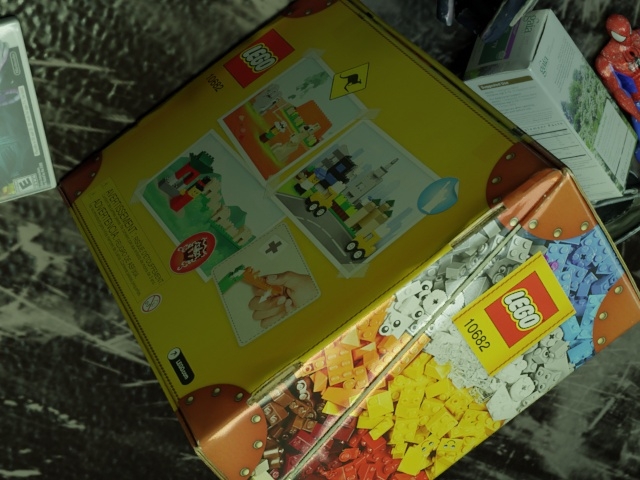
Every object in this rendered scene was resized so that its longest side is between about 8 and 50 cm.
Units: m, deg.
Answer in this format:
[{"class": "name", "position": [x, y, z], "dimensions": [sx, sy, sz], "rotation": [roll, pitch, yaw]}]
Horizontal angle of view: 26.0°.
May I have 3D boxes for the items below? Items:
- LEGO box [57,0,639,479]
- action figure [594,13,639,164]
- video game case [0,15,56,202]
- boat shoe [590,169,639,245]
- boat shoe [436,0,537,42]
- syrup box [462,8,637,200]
[{"class": "LEGO box", "position": [0.000, 0.000, 1.324], "dimensions": [0.372, 0.500, 0.193], "rotation": [-37, 126, -1]}, {"class": "action figure", "position": [0.416, -0.152, 1.667], "dimensions": [0.091, 0.139, 0.280], "rotation": [-37, 124, -5]}, {"class": "video game case", "position": [-0.365, -0.114, 1.378], "dimensions": [0.173, 0.022, 0.190], "rotation": [-17, 124, -16]}, {"class": "boat shoe", "position": [0.278, 0.004, 1.705], "dimensions": [0.301, 0.102, 0.108], "rotation": [-25, 125, -11]}, {"class": "boat shoe", "position": [0.221, -0.353, 1.395], "dimensions": [0.127, 0.158, 0.341], "rotation": [24, 123, 9]}, {"class": "syrup box", "position": [0.267, -0.150, 1.597], "dimensions": [0.237, 0.096, 0.093], "rotation": [45, 52, -36]}]
